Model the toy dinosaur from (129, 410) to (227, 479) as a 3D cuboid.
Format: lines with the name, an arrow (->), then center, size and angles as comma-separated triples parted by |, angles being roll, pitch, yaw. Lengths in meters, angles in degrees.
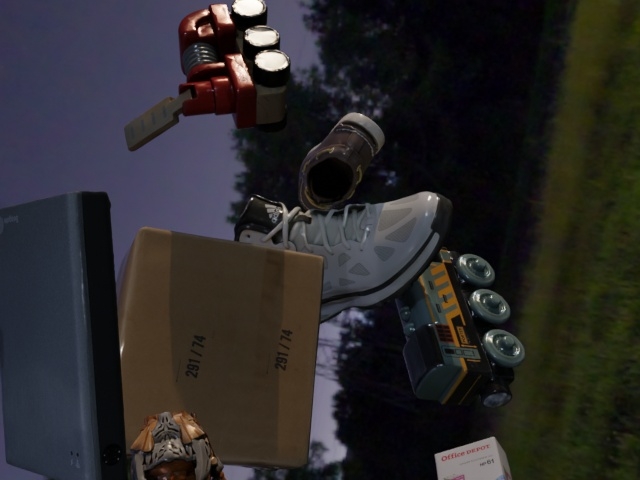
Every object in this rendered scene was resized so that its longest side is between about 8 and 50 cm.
toy dinosaur -> -0.092, 0.291, 0.539 | 0.218, 0.164, 0.322 | 118, 162, -76

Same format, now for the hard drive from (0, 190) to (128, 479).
hard drive -> -0.132, 0.047, 0.370 | 0.022, 0.094, 0.135 | -3, -92, -46

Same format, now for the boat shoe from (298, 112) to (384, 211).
boat shoe -> 0.016, -0.118, 1.389 | 0.096, 0.117, 0.324 | -56, 5, -27

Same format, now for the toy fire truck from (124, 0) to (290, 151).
toy fire truck -> -0.187, -0.246, 1.151 | 0.158, 0.246, 0.217 | 98, 157, -50

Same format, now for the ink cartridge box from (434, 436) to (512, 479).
ink cartridge box -> 0.201, 0.326, 0.958 | 0.052, 0.088, 0.122 | 54, -158, -34

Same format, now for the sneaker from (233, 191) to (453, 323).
sneaker -> -0.001, 0.001, 1.296 | 0.447, 0.257, 0.169 | -33, 31, 42

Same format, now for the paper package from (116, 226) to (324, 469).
paper package -> -0.164, 0.173, 1.118 | 0.168, 0.310, 0.324 | 143, 134, -62

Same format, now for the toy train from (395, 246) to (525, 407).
toy train -> 0.229, 0.143, 1.318 | 0.334, 0.190, 0.142 | -101, 26, -43
